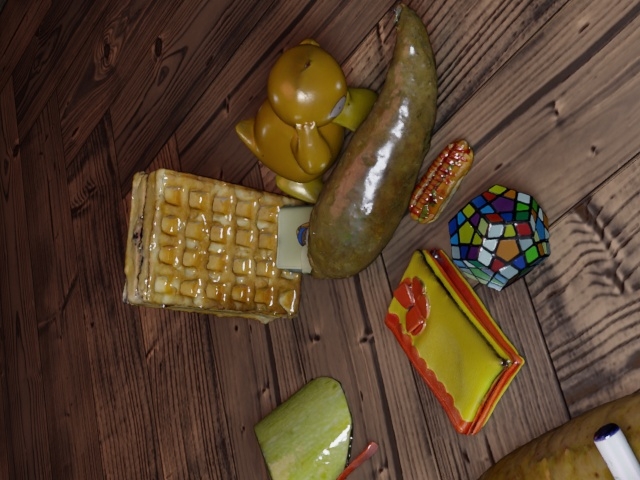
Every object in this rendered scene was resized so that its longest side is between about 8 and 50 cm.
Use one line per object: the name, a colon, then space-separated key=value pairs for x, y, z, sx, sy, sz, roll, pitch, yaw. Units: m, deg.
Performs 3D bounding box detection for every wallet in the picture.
wallet: x=0.166 y=0.133 z=1.637 sx=0.241 sy=0.067 sz=0.141 roll=57 pitch=130 yaw=45
wallet: x=0.000 y=0.000 z=1.913 sx=0.155 sy=0.039 sz=0.110 roll=1 pitch=85 yaw=42

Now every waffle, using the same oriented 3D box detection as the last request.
waffle: x=-0.160 y=0.015 z=1.939 sx=0.091 sy=0.308 sz=0.213 roll=-2 pitch=81 yaw=50

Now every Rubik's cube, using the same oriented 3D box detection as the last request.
Rubik's cube: x=0.225 y=-0.003 z=1.539 sx=0.111 sy=0.133 sz=0.133 roll=-11 pitch=71 yaw=26

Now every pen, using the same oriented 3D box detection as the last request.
pen: x=0.347 y=0.306 z=1.231 sx=0.033 sy=0.033 sz=0.269 roll=-25 pitch=95 yaw=52

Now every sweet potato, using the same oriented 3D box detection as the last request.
sweet potato: x=0.086 y=-0.124 z=1.764 sx=0.130 sy=0.130 sz=0.423 roll=39 pitch=113 yaw=53

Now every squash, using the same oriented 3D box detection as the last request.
squash: x=-0.013 y=0.339 z=1.902 sx=0.204 sy=0.155 sz=0.237 roll=80 pitch=167 yaw=-50

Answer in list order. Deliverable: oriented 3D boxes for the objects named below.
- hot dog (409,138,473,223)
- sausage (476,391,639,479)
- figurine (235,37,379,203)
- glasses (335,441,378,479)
hot dog: x=0.167 y=-0.083 z=1.710 sx=0.144 sy=0.038 sz=0.062 roll=-58 pitch=40 yaw=31
sausage: x=0.278 y=0.283 z=1.388 sx=0.501 sy=0.123 sz=0.136 roll=-41 pitch=78 yaw=44
figurine: x=-0.021 y=-0.185 z=1.865 sx=0.228 sy=0.215 sz=0.215 roll=-36 pitch=54 yaw=45
glasses: x=0.046 y=0.432 z=1.703 sx=0.234 sy=0.118 sz=0.268 roll=29 pitch=107 yaw=56
